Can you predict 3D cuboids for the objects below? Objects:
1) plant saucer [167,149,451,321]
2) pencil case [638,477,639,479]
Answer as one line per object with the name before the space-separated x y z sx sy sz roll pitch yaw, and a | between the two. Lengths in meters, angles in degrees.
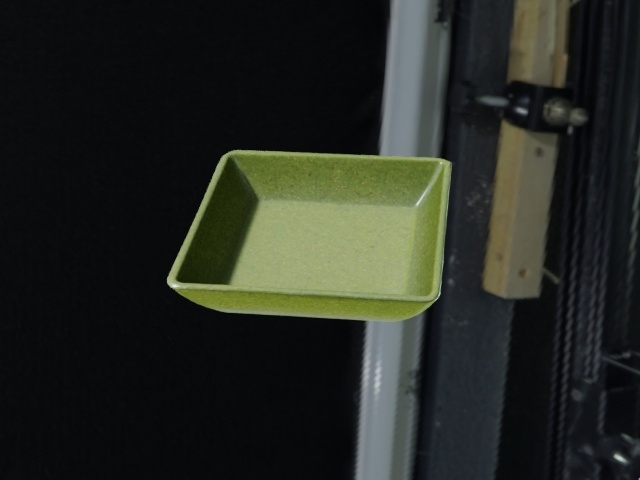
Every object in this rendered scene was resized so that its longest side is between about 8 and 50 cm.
plant saucer | 0.000 0.000 0.787 0.188 0.188 0.045 3 -55 8
pencil case | 0.210 0.157 0.421 0.088 0.206 0.086 -16 -65 -14
